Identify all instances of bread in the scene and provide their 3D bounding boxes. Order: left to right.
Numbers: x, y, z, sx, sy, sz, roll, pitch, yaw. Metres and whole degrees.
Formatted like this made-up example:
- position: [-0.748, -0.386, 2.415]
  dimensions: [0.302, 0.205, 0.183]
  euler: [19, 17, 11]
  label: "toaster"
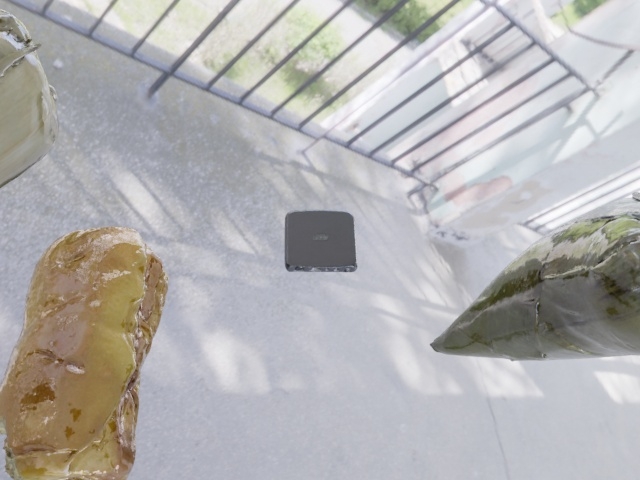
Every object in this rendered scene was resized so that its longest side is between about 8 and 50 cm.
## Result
- position: [-0.317, 0.148, 0.826]
  dimensions: [0.149, 0.195, 0.344]
  euler: [52, 31, -48]
  label: "bread"

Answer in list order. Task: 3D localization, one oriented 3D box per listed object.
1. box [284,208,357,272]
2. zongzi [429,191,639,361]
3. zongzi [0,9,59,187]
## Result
- position: [0.000, 0.000, 1.090]
  dimensions: [0.126, 0.027, 0.125]
  euler: [0, 56, -3]
  label: "box"
- position: [0.292, 0.086, 0.767]
  dimensions: [0.174, 0.392, 0.356]
  euler: [63, 16, 5]
  label: "zongzi"
- position: [-0.254, -0.074, 0.320]
  dimensions: [0.194, 0.099, 0.197]
  euler: [-39, 70, -18]
  label: "zongzi"
